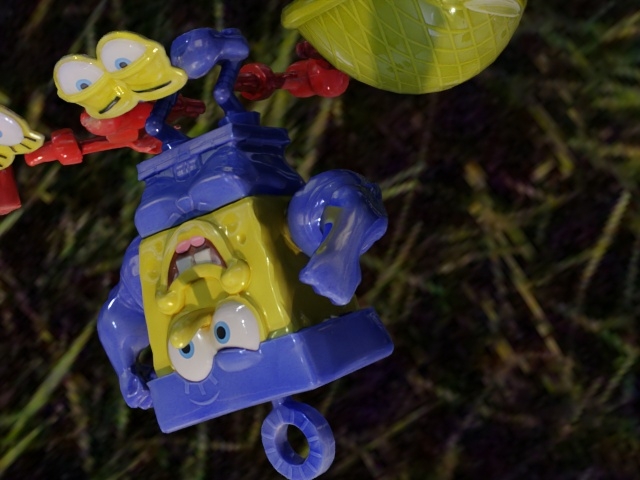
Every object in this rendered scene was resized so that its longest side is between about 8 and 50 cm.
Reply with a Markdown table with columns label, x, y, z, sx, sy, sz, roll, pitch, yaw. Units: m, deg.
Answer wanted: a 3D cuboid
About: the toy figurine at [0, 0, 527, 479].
| label | x | y | z | sx | sy | sz | roll | pitch | yaw |
| --- | --- | --- | --- | --- | --- | --- | --- | --- | --- |
| toy figurine | 0.000 | 0.000 | 0.878 | 0.191 | 0.363 | 0.217 | -7 | 80 | -51 |
